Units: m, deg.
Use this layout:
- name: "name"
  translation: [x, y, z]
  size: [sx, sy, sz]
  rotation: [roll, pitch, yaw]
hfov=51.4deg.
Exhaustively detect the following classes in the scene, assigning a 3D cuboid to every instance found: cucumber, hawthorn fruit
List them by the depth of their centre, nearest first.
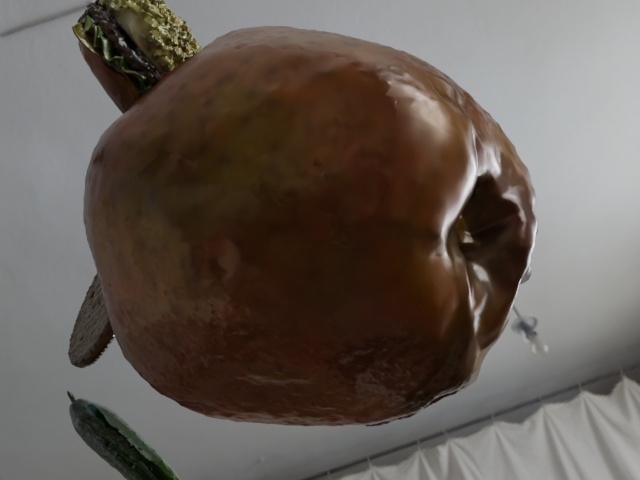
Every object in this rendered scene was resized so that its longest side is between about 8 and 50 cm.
- name: "hawthorn fruit"
  translation: [0.000, 0.000, 0.716]
  size: [0.471, 0.472, 0.472]
  rotation: [-7, -51, -9]
- name: "cucumber"
  translation: [-0.262, 0.270, 0.871]
  size: [0.056, 0.250, 0.056]
  rotation: [-43, -30, -33]

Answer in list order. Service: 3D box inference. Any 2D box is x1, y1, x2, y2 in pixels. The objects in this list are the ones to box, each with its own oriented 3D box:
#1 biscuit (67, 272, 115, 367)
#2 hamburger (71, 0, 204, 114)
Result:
- name: "biscuit"
  translation: [-0.297, 0.087, 0.923]
  size: [0.027, 0.188, 0.188]
  rotation: [26, -63, -28]
- name: "hamburger"
  translation: [-0.218, -0.229, 0.907]
  size: [0.138, 0.243, 0.262]
  rotation: [-37, -67, 0]
